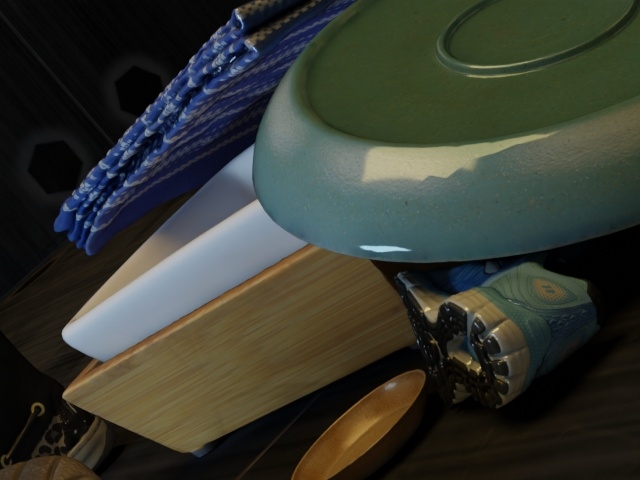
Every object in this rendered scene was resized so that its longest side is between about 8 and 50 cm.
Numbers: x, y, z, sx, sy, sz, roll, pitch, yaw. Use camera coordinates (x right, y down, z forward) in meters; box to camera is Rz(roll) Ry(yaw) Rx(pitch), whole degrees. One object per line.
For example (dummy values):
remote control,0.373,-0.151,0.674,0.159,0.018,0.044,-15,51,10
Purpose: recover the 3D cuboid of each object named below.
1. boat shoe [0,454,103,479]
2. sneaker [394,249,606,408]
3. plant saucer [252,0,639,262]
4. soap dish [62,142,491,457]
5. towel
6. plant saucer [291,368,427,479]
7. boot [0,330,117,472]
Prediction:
boat shoe,-0.194,0.211,0.886,0.355,0.130,0.132,-23,21,43
sneaker,0.084,0.037,0.877,0.073,0.063,0.162,-22,10,-11
plant saucer,0.111,-0.094,0.962,0.317,0.044,0.317,-16,27,8
soap dish,0.000,0.000,1.145,0.291,0.118,0.229,-30,14,47
towel,-0.020,-0.102,1.222,0.243,0.040,0.336,-30,-4,-32
plant saucer,0.022,0.095,0.924,0.083,0.015,0.083,-40,9,8
boot,-0.278,0.152,1.334,0.236,0.178,0.085,-43,10,-22
